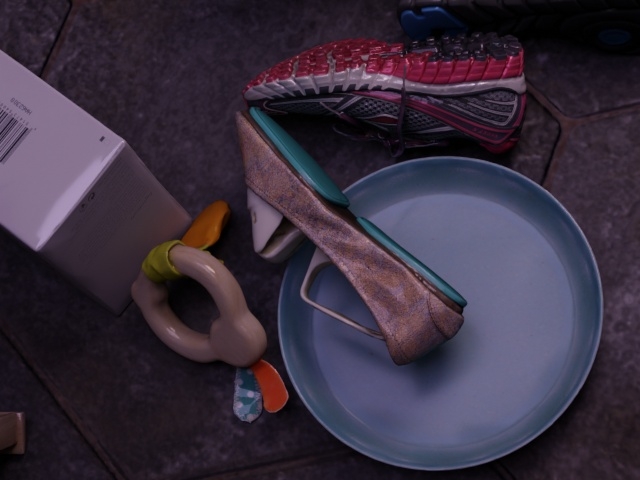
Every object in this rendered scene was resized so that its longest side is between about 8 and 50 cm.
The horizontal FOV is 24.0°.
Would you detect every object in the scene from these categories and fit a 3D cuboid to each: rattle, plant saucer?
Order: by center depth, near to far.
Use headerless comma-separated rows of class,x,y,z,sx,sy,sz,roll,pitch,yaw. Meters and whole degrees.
plant saucer,0.117,0.072,1.472,0.317,0.044,0.318,-4,69,12
rattle,-0.084,0.072,1.523,0.199,0.143,0.130,38,114,7

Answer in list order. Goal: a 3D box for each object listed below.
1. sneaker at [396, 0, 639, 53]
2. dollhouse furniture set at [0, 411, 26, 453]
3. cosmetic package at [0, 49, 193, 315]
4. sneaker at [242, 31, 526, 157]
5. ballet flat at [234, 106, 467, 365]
sneaker,0.250,-0.275,1.525,0.340,0.125,0.140,4,67,12
dollhouse furniture set,-0.366,0.298,1.469,0.212,0.161,0.242,0,92,12
cosmetic package,-0.278,-0.063,1.508,0.224,0.225,0.138,35,83,22
sneaker,0.060,-0.140,1.529,0.299,0.121,0.112,2,113,24
ballet flat,0.000,0.000,1.449,0.316,0.107,0.106,44,98,23
